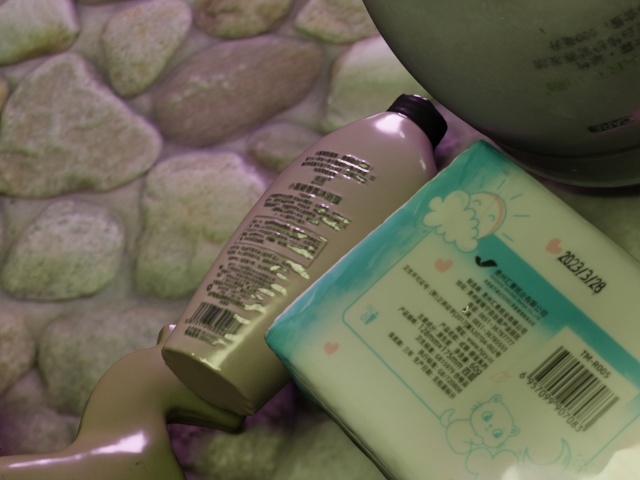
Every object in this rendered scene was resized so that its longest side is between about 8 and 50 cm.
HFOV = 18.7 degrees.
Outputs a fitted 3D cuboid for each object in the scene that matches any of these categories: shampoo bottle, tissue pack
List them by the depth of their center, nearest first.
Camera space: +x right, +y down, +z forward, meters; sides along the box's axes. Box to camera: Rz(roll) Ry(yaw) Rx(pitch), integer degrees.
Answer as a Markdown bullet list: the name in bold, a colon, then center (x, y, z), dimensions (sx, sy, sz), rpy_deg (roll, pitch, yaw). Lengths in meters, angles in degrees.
- **tissue pack**: center (0.122, 0.089, 1.157), dimensions (0.201, 0.124, 0.271), rpy_deg (-45, 48, -1)
- **shampoo bottle**: center (0.163, -0.189, 1.218), dimensions (0.273, 0.266, 0.273), rpy_deg (-16, 51, 21)
- **shampoo bottle**: center (0.000, 0.000, 1.302), dimensions (0.127, 0.078, 0.257), rpy_deg (17, 60, 43)

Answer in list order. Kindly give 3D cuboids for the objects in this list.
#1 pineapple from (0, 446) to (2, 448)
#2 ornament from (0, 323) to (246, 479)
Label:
- **pineapple**: center (-0.395, 0.148, 1.300), dimensions (0.352, 0.300, 0.352), rpy_deg (-16, 53, 21)
- **ornament**: center (-0.139, 0.171, 1.249), dimensions (0.230, 0.061, 0.245), rpy_deg (-8, 61, -21)
